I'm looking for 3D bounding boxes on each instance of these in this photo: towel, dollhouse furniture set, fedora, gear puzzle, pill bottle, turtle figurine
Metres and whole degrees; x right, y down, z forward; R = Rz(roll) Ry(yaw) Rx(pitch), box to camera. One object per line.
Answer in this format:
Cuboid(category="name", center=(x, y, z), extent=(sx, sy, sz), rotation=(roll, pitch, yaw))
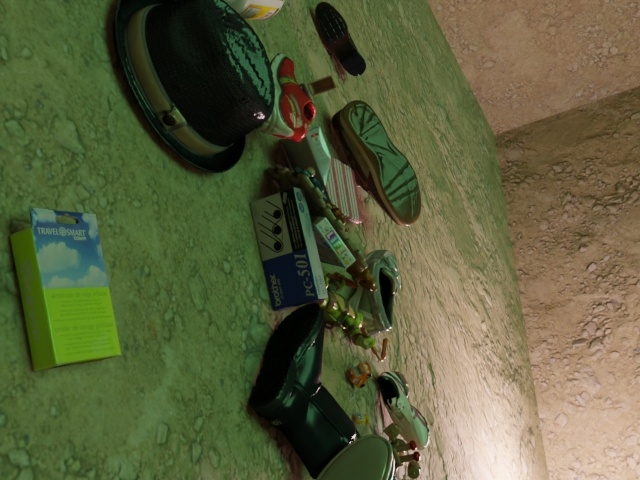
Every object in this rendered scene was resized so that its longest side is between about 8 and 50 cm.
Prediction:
Cuboid(category="towel", center=(0.037, -0.124, 1.665), extent=(0.197, 0.029, 0.144), rotation=(21, 56, -57))
Cuboid(category="dollhouse furniture set", center=(-0.034, -0.348, 1.557), extent=(0.091, 0.114, 0.081), rotation=(66, 29, -20))
Cuboid(category="fedora", center=(-0.179, -0.284, 1.158), extent=(0.334, 0.153, 0.333), rotation=(45, 36, -47))
Cuboid(category="gear puzzle", center=(0.030, -0.020, 1.404), extent=(0.044, 0.175, 0.339), rotation=(-44, 118, -17))
Cuboid(category="pill bottle", center=(-0.160, -0.497, 1.380), extent=(0.215, 0.117, 0.117), rotation=(-34, 105, -65))
Cuboid(category="turtle figurine", center=(0.023, 0.121, 1.404), extent=(0.217, 0.087, 0.269), rotation=(44, 14, -41))

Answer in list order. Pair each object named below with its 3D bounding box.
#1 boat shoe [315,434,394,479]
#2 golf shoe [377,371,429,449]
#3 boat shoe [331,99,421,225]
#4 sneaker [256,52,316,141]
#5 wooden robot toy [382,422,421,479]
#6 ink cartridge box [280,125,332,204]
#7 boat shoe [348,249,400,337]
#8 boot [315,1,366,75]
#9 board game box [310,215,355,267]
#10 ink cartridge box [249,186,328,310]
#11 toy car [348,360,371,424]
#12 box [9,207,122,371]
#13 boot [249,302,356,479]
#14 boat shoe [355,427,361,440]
Cuboid(category="boat shoe", center=(0.023, 0.463, 1.099), extent=(0.335, 0.112, 0.095), rotation=(-56, 146, -34))
Cuboid(category="golf shoe", center=(0.176, 0.381, 1.568), extent=(0.086, 0.067, 0.186), rotation=(13, 45, -55))
Cuboid(category="boat shoe", center=(0.134, -0.185, 1.783), extent=(0.123, 0.123, 0.342), rotation=(-38, 100, -31))
Cuboid(category="sneaker", center=(-0.066, -0.269, 1.373), extent=(0.118, 0.107, 0.279), rotation=(23, 34, -16))
Cuboid(category="wooden robot toy", center=(0.181, 0.465, 1.537), extent=(0.079, 0.076, 0.173), rotation=(-41, 113, -75))
Cuboid(category="ink cartridge box", center=(-0.011, -0.141, 1.448), extent=(0.179, 0.045, 0.145), rotation=(66, -19, -11))
Cuboid(category="boat shoe", center=(0.139, 0.119, 1.625), extent=(0.118, 0.103, 0.320), rotation=(64, 26, -18))
Cuboid(category="boot", center=(0.046, -0.554, 1.935), extent=(0.219, 0.082, 0.106), rotation=(58, 6, -20))
Cuboid(category="board game box", center=(0.000, 0.000, 1.364), extent=(0.103, 0.026, 0.154), rotation=(54, -15, -17))
Cuboid(category="ink cartridge box", center=(-0.058, 0.017, 1.283), extent=(0.046, 0.097, 0.207), rotation=(5, 70, -64))
Cuboid(category="toy car", center=(0.083, 0.311, 1.445), extent=(0.041, 0.060, 0.122), rotation=(11, 53, -28))
Cuboid(category="box", center=(-0.296, 0.056, 0.821), extent=(0.109, 0.043, 0.178), rotation=(5, 70, -65))
Cuboid(category="boot", center=(-0.012, 0.261, 1.221), extent=(0.207, 0.094, 0.246), rotation=(55, 37, -27))
Cuboid(category="boat shoe", center=(0.072, 0.415, 1.349), extent=(0.049, 0.056, 0.152), rotation=(-26, 98, -60))
